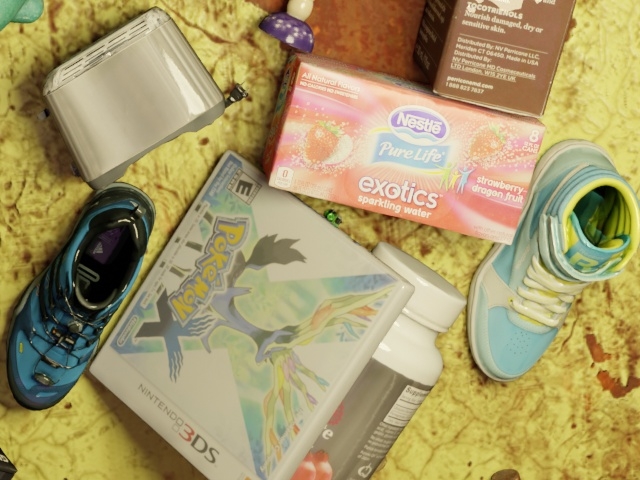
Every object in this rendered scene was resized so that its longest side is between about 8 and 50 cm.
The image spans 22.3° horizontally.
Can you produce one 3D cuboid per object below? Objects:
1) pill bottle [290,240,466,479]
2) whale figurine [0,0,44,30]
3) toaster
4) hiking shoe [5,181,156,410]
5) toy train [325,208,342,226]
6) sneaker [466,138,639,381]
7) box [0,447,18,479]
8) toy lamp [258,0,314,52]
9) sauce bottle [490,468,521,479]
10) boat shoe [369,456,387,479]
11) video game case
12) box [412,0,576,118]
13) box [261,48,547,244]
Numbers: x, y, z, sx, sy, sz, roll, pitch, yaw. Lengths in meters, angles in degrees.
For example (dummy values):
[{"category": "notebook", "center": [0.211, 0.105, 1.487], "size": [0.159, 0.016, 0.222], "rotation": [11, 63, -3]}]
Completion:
[{"category": "pill bottle", "center": [0.036, 0.167, 1.956], "size": [0.176, 0.176, 0.318], "rotation": [32, 98, -12]}, {"category": "whale figurine", "center": [-0.356, -0.325, 1.809], "size": [0.272, 0.141, 0.216], "rotation": [-29, 128, -10]}, {"category": "toaster", "center": [-0.212, -0.172, 1.876], "size": [0.227, 0.129, 0.146], "rotation": [-30, 102, 4]}, {"category": "hiking shoe", "center": [-0.295, 0.073, 1.924], "size": [0.113, 0.132, 0.304], "rotation": [24, 100, -10]}, {"category": "toy train", "center": [0.000, 0.000, 1.994], "size": [0.023, 0.017, 0.083], "rotation": [28, 99, -21]}, {"category": "sneaker", "center": [0.275, 0.043, 1.932], "size": [0.127, 0.208, 0.319], "rotation": [17, 102, -11]}, {"category": "box", "center": [-0.551, 0.335, 1.907], "size": [0.295, 0.073, 0.293], "rotation": [-50, 146, 7]}, {"category": "toy lamp", "center": [0.014, -0.357, 1.879], "size": [0.080, 0.080, 0.275], "rotation": [25, 100, -11]}, {"category": "sauce bottle", "center": [0.250, 0.358, 2.093], "size": [0.042, 0.042, 0.128], "rotation": [-15, 109, -2]}, {"category": "boat shoe", "center": [0.059, 0.274, 2.054], "size": [0.045, 0.050, 0.135], "rotation": [30, 101, -27]}, {"category": "video game case", "center": [-0.089, 0.106, 1.910], "size": [0.300, 0.036, 0.329], "rotation": [37, 99, 27]}, {"category": "box", "center": [0.223, -0.349, 1.825], "size": [0.143, 0.191, 0.381], "rotation": [13, 106, -8]}, {"category": "box", "center": [0.094, -0.112, 1.911], "size": [0.300, 0.142, 0.154], "rotation": [14, 101, -9]}]
